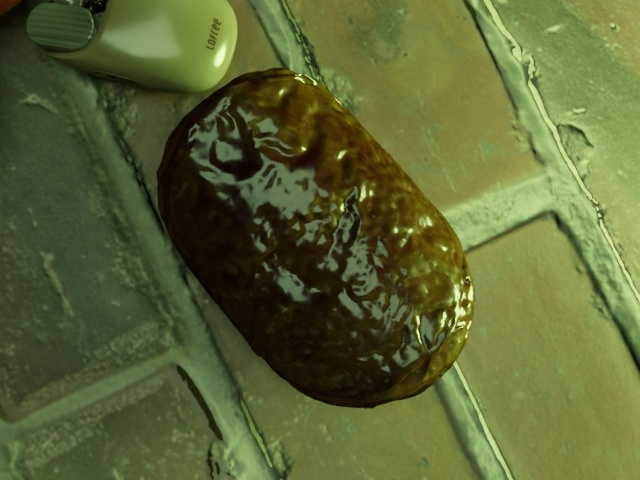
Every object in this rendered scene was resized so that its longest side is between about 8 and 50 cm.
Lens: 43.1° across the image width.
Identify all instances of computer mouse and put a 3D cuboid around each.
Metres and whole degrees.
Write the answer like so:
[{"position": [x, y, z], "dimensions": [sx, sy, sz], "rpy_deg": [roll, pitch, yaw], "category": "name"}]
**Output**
[{"position": [-0.216, -0.255, 0.949], "dimensions": [0.236, 0.082, 0.145], "rpy_deg": [16, 81, -3], "category": "computer mouse"}]

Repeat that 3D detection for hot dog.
[{"position": [0.000, 0.000, 0.887], "dimensions": [0.267, 0.174, 0.387], "rpy_deg": [-40, 90, -7], "category": "hot dog"}]

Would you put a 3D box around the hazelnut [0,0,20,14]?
[{"position": [-0.404, -0.336, 0.878], "dimensions": [0.214, 0.214, 0.176], "rpy_deg": [-20, 60, -8], "category": "hazelnut"}]
